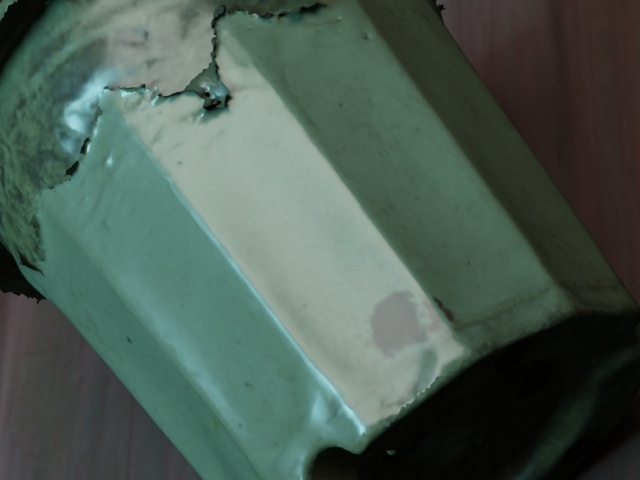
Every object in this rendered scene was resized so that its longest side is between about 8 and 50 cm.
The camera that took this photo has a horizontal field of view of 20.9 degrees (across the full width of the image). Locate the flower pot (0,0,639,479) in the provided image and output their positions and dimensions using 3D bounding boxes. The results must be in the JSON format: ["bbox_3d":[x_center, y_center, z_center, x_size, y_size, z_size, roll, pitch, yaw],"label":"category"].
[{"bbox_3d":[0.000,0.000,0.763,0.290,0.290,0.259,-36,60,-3],"label":"flower pot"}]
